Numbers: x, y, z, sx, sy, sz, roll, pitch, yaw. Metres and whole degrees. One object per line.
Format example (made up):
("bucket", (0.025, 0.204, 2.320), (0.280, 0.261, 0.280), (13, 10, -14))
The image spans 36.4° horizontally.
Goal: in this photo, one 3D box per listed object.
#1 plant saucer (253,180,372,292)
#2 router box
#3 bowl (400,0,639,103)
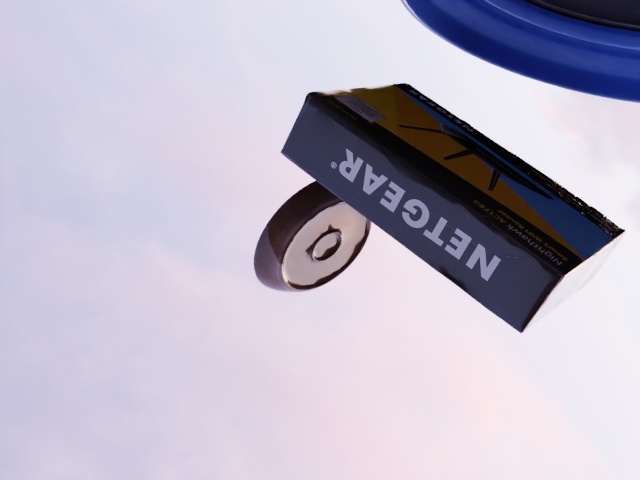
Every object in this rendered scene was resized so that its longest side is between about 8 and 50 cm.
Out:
("plant saucer", (0.000, 0.000, 1.124), (0.168, 0.168, 0.029), (-4, -140, -45))
("router box", (0.083, -0.029, 0.587), (0.179, 0.046, 0.133), (37, -153, 19))
("bowl", (0.253, -0.215, 0.814), (0.391, 0.391, 0.077), (19, -98, -26))
